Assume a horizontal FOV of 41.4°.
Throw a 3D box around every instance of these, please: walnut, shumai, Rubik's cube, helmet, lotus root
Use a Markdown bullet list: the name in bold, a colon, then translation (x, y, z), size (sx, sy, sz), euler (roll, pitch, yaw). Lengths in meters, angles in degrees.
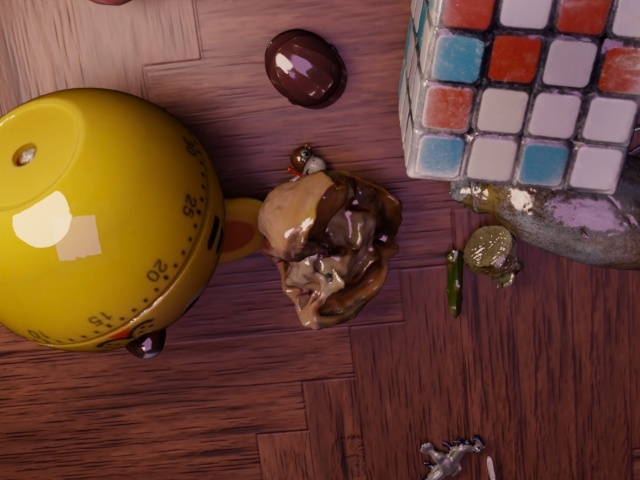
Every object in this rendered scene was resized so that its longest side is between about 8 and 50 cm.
- **walnut**: translation (0.007, -0.010, 1.164), size (0.204, 0.141, 0.238), euler (-42, 140, -25)
- **shumai**: translation (0.260, 0.023, 1.227), size (0.080, 0.082, 0.083), euler (24, 116, -44)
- **Rubik's cube**: translation (0.237, -0.227, 1.024), size (0.253, 0.259, 0.256), euler (6, 121, 0)
- **helmet**: translation (-0.021, -0.231, 1.152), size (0.123, 0.070, 0.098), euler (37, 103, -7)
- **lotus root**: translation (0.340, -0.053, 1.143), size (0.322, 0.140, 0.158), euler (11, 76, 0)

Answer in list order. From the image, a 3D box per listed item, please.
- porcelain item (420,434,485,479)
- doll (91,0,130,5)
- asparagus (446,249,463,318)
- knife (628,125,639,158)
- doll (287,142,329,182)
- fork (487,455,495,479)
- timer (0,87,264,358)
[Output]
- **porcelain item**: translation (0.187, 0.342, 1.329), size (0.075, 0.021, 0.136), euler (39, 103, -8)
- **doll**: translation (-0.261, -0.425, 1.067), size (0.196, 0.152, 0.255), euler (16, 91, 30)
- **asparagus**: translation (0.198, 0.064, 1.252), size (0.025, 0.021, 0.108), euler (0, 106, 7)
- **knife**: translation (0.495, -0.176, 1.178), size (0.212, 0.015, 0.054), euler (-32, 100, 12)
- **doll**: translation (-0.029, -0.094, 1.209), size (0.058, 0.040, 0.085), euler (38, 103, -19)
- **fork**: translation (0.277, 0.395, 1.346), size (0.016, 0.012, 0.115), euler (-12, 104, -2)
- **timer**: translation (-0.271, -0.005, 1.113), size (0.376, 0.376, 0.387), euler (-25, 146, 9)
